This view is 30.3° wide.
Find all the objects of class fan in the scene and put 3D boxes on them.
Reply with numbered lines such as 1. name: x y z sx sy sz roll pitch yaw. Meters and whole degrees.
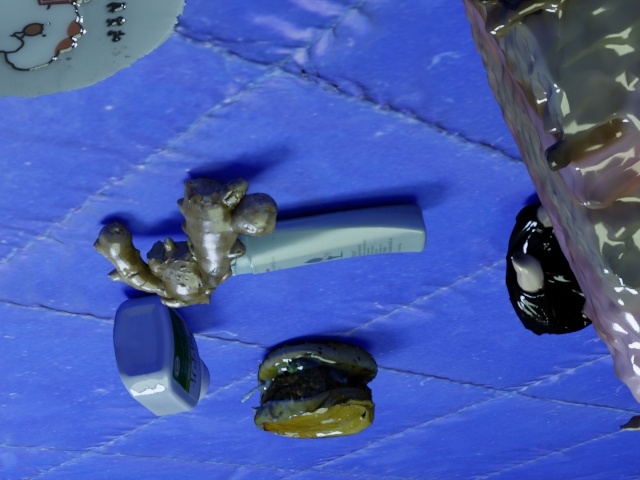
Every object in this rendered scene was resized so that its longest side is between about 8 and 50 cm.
1. fan: -0.249 -0.139 0.792 0.329 0.009 0.191 -14 158 -16

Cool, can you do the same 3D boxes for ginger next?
1. ginger: -0.123 0.005 1.146 0.193 0.052 0.176 5 142 14

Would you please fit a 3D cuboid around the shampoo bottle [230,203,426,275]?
1. shampoo bottle: 0.000 0.000 1.206 0.212 0.049 0.072 -8 161 0

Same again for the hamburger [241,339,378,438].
1. hamburger: -0.014 0.199 1.595 0.185 0.113 0.177 0 162 -1

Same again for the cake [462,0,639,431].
1. cake: 0.247 -0.117 0.667 0.314 0.293 0.307 -23 124 9

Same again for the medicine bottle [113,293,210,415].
1. medicine bottle: -0.181 0.140 1.371 0.069 0.119 0.183 -11 157 4

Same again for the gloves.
1. gloves: 0.264 0.016 1.264 0.164 0.124 0.203 -30 137 -24
